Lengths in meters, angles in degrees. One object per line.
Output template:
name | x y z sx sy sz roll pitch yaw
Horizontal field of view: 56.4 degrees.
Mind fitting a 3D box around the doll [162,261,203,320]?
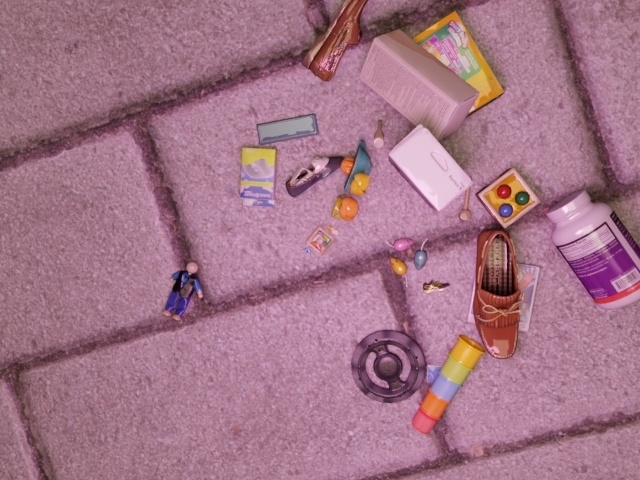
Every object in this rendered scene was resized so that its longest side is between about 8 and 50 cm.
doll | -0.436 0.158 1.915 0.129 0.046 0.189 21 91 14

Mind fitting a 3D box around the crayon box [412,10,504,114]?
crayon box | 0.389 -0.499 1.742 0.165 0.081 0.279 -31 90 8

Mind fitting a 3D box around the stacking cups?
stacking cups | 0.375 0.438 1.815 0.096 0.096 0.316 32 102 4

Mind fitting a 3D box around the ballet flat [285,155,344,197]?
ballet flat | -0.023 -0.207 1.817 0.203 0.074 0.074 -34 90 11

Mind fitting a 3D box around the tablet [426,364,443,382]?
tablet | 0.373 0.416 1.855 0.083 0.006 0.054 3 95 8

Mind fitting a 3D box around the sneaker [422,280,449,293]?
sneaker | 0.352 0.138 1.822 0.083 0.031 0.035 -13 92 8

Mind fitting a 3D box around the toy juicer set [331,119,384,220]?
toy juicer set | 0.104 -0.209 1.737 0.089 0.209 0.329 20 98 -3

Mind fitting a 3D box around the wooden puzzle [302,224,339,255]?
wooden puzzle | 0.000 0.000 1.865 0.078 0.014 0.116 34 98 4

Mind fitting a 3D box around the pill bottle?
pill bottle | 0.782 0.022 1.684 0.181 0.181 0.323 -35 89 8

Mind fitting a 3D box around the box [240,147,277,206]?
box | -0.193 -0.196 1.859 0.108 0.042 0.179 4 94 7

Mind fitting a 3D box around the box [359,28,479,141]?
box | 0.272 -0.436 1.676 0.311 0.121 0.148 45 142 16

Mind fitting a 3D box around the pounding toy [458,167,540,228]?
pounding toy | 0.498 -0.121 1.752 0.206 0.094 0.181 -38 89 8

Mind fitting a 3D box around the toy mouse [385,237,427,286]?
toy mouse | 0.274 0.040 1.824 0.143 0.031 0.161 -37 89 8

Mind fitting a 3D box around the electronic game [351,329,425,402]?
electronic game | 0.209 0.391 1.852 0.229 0.048 0.230 0 94 6

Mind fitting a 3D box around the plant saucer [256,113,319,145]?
plant saucer | -0.104 -0.345 1.849 0.191 0.018 0.067 -9 93 9

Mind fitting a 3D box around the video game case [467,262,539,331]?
video game case | 0.551 0.163 1.804 0.183 0.023 0.202 9 95 6

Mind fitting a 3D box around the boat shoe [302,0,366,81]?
boat shoe | 0.075 -0.615 1.768 0.104 0.111 0.307 37 108 -1

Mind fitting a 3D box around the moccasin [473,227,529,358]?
moccasin | 0.519 0.156 1.721 0.139 0.147 0.381 3 96 7

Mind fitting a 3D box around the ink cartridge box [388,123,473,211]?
ink cartridge box | 0.298 -0.198 1.672 0.121 0.289 0.211 -42 88 8
